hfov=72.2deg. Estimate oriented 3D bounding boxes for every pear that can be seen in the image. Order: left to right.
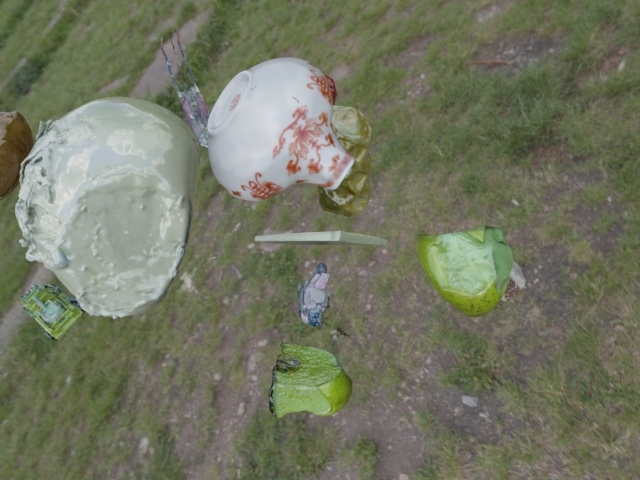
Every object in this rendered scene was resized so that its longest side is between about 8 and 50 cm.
[{"bbox_3d":[-0.027,0.451,1.418,0.256,0.163,0.238,1,21,1],"label":"pear"},{"bbox_3d":[0.441,0.100,1.368,0.287,0.176,0.281,-7,92,38],"label":"pear"}]

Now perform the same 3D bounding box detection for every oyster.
[{"bbox_3d":[0.077,0.354,1.686,0.051,0.093,0.034,31,103,33],"label":"oyster"}]

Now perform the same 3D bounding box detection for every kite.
[{"bbox_3d":[-0.418,-0.464,1.390,0.022,0.360,0.204,-31,25,-33],"label":"kite"}]

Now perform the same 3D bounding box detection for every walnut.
[{"bbox_3d":[-0.675,-0.155,0.886,0.245,0.137,0.137,-53,41,4],"label":"walnut"}]

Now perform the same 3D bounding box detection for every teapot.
[{"bbox_3d":[-0.061,-0.124,0.478,0.159,0.116,0.245,-63,31,18],"label":"teapot"}]

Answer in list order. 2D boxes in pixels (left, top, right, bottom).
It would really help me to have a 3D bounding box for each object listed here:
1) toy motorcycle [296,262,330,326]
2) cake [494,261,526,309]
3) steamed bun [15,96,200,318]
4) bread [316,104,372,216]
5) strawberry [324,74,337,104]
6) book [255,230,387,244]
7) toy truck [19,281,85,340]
[{"bbox_3d":[-0.015,0.221,1.582,0.204,0.108,0.239,-112,25,-58],"label":"toy motorcycle"},{"bbox_3d":[0.599,0.127,1.482,0.147,0.134,0.135,-39,16,26],"label":"cake"},{"bbox_3d":[-0.337,-0.067,0.713,0.312,0.233,0.333,45,119,62],"label":"steamed bun"},{"bbox_3d":[0.047,-0.177,0.981,0.130,0.267,0.152,-37,56,-26],"label":"bread"},{"bbox_3d":[-0.054,-0.344,1.356,0.336,0.265,0.149,-55,50,28],"label":"strawberry"},{"bbox_3d":[0.000,0.000,1.125,0.283,0.215,0.025,-2,85,38],"label":"book"},{"bbox_3d":[-0.844,0.193,1.352,0.260,0.135,0.128,15,59,43],"label":"toy truck"}]
